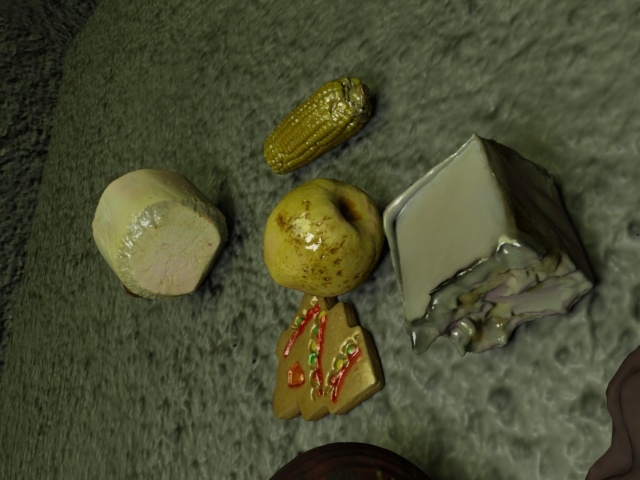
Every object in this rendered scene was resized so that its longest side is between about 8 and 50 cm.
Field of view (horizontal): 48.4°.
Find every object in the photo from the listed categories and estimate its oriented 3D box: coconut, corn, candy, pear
[{"bbox_3d":[-0.313,-0.019,1.377,0.244,0.239,0.239,39,105,53],"label":"coconut"},{"bbox_3d":[-0.008,-0.185,1.169,0.262,0.097,0.097,-29,51,47],"label":"corn"},{"bbox_3d":[0.173,0.008,0.782,0.185,0.137,0.195,-42,41,34],"label":"candy"},{"bbox_3d":[0.000,0.000,0.999,0.178,0.178,0.178,-29,51,43],"label":"pear"}]

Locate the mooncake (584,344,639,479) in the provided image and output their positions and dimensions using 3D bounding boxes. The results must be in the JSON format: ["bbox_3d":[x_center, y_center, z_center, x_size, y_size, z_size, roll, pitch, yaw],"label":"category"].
[{"bbox_3d":[0.320,0.180,0.382,0.351,0.212,0.381,-151,71,-64],"label":"mooncake"}]

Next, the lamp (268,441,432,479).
[{"bbox_3d":[0.033,0.327,0.728,0.247,0.247,0.246,-29,51,43],"label":"lamp"}]

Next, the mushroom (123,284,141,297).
[{"bbox_3d":[-0.404,0.067,1.587,0.109,0.085,0.126,110,153,-68],"label":"mushroom"}]

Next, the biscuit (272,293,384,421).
[{"bbox_3d":[0.004,0.170,1.015,0.239,0.041,0.212,10,79,56],"label":"biscuit"}]
